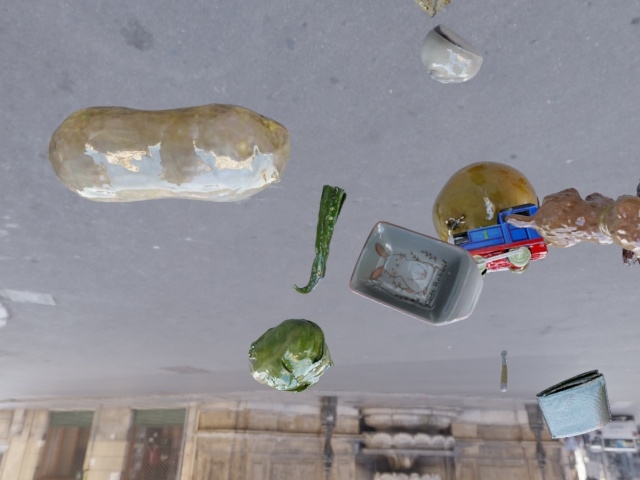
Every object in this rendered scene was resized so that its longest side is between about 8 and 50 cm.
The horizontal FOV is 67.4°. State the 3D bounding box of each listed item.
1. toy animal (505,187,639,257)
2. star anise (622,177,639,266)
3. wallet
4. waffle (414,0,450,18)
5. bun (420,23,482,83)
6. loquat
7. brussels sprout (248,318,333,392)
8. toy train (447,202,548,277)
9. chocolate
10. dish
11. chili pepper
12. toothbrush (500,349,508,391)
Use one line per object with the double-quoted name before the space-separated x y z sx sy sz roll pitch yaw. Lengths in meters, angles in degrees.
"toy animal" 0.412 -0.024 0.733 0.184 0.104 0.185 -5 -165 -10
"star anise" 0.732 -0.052 1.040 0.088 0.288 0.288 16 156 4
"wallet" 0.629 0.409 1.190 0.160 0.055 0.236 -27 126 10
"waffle" 0.205 -0.628 1.038 0.261 0.376 0.114 45 107 -7
"bun" 0.345 -0.491 1.303 0.173 0.172 0.120 15 128 -28
"loquat" 0.415 -0.067 1.200 0.263 0.263 0.263 1 156 1
"brussels sprout" -0.093 0.384 1.587 0.294 0.227 0.259 -28 149 16
"toy train" 0.374 0.009 1.026 0.204 0.131 0.083 -12 158 14
"chocolate" -0.193 -0.113 0.633 0.309 0.134 0.134 -3 156 -2
"dish" 0.186 0.070 0.912 0.234 0.154 0.064 21 170 26
"chili pepper" 0.000 0.001 1.524 0.085 0.359 0.076 18 177 -16
"toothbrush" 0.554 0.392 1.444 0.021 0.024 0.288 -23 180 23
